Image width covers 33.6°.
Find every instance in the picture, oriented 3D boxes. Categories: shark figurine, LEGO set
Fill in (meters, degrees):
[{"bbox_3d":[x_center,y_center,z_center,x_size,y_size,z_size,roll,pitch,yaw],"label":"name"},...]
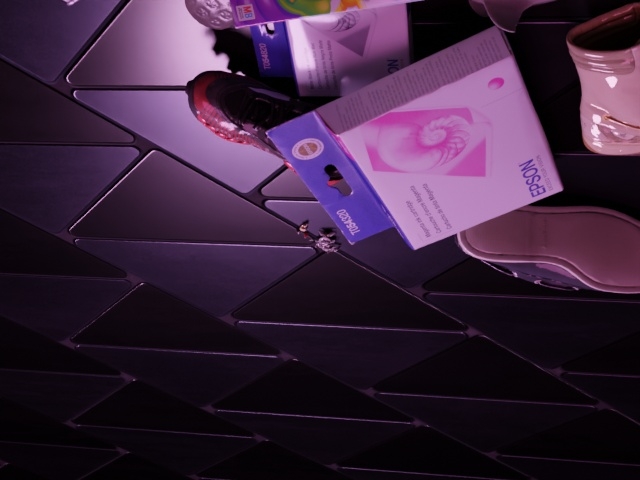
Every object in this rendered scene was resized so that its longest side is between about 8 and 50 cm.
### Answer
[{"bbox_3d":[0.252,-0.297,1.243,0.278,0.116,0.166,-1,144,18],"label":"shark figurine"},{"bbox_3d":[-0.002,0.001,1.778,0.083,0.023,0.054,17,144,-9],"label":"LEGO set"}]

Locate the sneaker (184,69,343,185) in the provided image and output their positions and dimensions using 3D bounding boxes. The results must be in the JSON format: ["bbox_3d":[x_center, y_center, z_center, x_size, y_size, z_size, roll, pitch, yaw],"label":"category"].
[{"bbox_3d":[-0.054,-0.162,1.481,0.276,0.098,0.135,27,172,-24],"label":"sneaker"}]

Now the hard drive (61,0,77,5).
[{"bbox_3d":[-0.275,-0.388,1.227,0.254,0.054,0.172,-37,137,28],"label":"hard drive"}]

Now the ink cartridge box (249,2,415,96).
[{"bbox_3d":[0.008,-0.277,1.382,0.223,0.045,0.223,2,144,12],"label":"ink cartridge box"}]

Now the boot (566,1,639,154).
[{"bbox_3d":[0.450,-0.206,1.333,0.261,0.095,0.203,-1,141,23],"label":"boot"}]

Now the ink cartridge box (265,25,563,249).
[{"bbox_3d":[0.141,-0.107,1.444,0.330,0.071,0.324,-24,145,12],"label":"ink cartridge box"}]

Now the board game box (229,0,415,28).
[{"bbox_3d":[0.041,-0.333,1.174,0.275,0.144,0.142,-5,109,20],"label":"board game box"}]

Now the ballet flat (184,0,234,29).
[{"bbox_3d":[-0.129,-0.358,1.308,0.084,0.058,0.250,7,149,1],"label":"ballet flat"}]

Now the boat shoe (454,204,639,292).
[{"bbox_3d":[0.368,0.013,1.637,0.340,0.127,0.113,5,174,-5],"label":"boat shoe"}]
